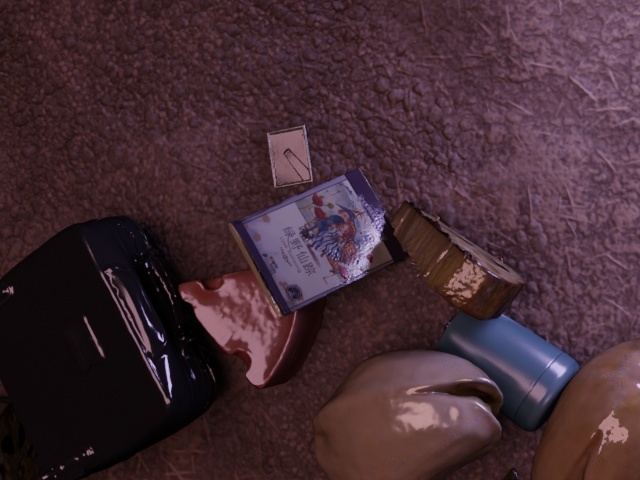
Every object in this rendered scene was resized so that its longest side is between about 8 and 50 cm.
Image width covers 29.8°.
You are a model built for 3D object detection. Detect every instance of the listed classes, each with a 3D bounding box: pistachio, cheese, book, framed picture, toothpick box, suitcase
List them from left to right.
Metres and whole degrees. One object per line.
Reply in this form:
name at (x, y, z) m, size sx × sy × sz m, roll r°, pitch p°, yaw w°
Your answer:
suitcase at (-0.345, 0.163, 1.840) m, size 0.339 × 0.188 × 0.345 m, roll -34°, pitch 77°, yaw 30°
cheese at (-0.090, 0.132, 1.802) m, size 0.202 × 0.128 × 0.177 m, roll -13°, pitch 85°, yaw 18°
framed picture at (-0.047, -0.128, 1.851) m, size 0.066 × 0.006 × 0.089 m, roll -10°, pitch 87°, yaw 19°
book at (0.000, 0.000, 1.743) m, size 0.158 × 0.231 × 0.026 m, roll 61°, pitch 152°, yaw 9°
pistachio at (0.119, 0.256, 1.666) m, size 0.226 × 0.208 × 0.332 m, roll 29°, pitch 142°, yaw -19°
toothpick box at (0.257, 0.170, 1.685) m, size 0.184 × 0.120 × 0.120 m, roll 36°, pitch 101°, yaw 21°
pistachio at (0.388, 0.257, 1.604) m, size 0.162 × 0.181 × 0.293 m, roll 30°, pitch 102°, yaw 25°

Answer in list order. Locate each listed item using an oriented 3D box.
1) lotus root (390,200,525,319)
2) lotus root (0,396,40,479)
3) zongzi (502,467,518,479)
lotus root at (0.198, 0.033, 1.678) m, size 0.170 × 0.261 × 0.074 m, roll 27°, pitch 101°, yaw -15°
lotus root at (-0.614, 0.382, 1.937) m, size 0.346 × 0.250 × 0.251 m, roll -15°, pitch 85°, yaw 23°
zongzi at (0.268, 0.362, 1.720) m, size 0.067 × 0.073 × 0.083 m, roll 10°, pitch 133°, yaw 19°
